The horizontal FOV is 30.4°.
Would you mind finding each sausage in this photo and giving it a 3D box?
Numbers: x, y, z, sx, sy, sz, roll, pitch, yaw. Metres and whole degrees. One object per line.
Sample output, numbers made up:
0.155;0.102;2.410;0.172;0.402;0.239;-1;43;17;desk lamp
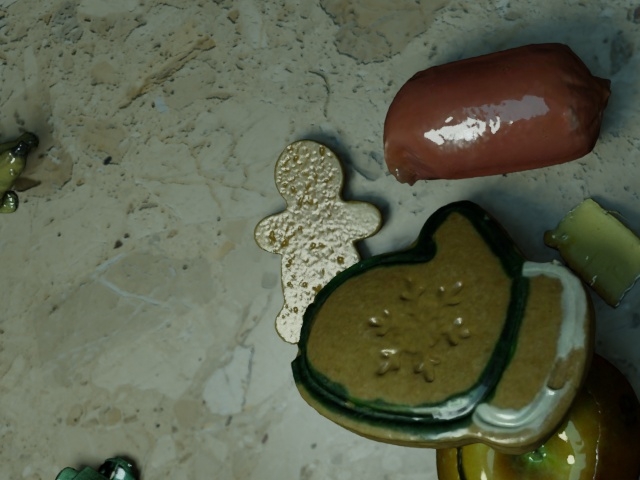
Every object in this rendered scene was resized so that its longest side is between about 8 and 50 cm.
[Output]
0.185;-0.136;1.271;0.254;0.148;0.148;-6;91;17;sausage

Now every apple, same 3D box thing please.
0.232;0.226;1.239;0.237;0.207;0.237;0;91;14;apple

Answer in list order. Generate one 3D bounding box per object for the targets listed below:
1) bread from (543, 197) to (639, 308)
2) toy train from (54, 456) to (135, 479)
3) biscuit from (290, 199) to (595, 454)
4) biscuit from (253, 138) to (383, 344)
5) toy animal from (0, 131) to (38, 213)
0.302;0.006;1.274;0.109;0.080;0.084;42;101;8;bread
-0.232;0.380;1.451;0.248;0.101;0.159;29;116;14;toy train
0.128;0.082;1.239;0.344;0.057;0.287;4;61;37;biscuit
0.000;0.000;1.386;0.158;0.035;0.240;-7;91;14;biscuit
-0.440;-0.078;1.478;0.219;0.101;0.103;-8;89;17;toy animal
